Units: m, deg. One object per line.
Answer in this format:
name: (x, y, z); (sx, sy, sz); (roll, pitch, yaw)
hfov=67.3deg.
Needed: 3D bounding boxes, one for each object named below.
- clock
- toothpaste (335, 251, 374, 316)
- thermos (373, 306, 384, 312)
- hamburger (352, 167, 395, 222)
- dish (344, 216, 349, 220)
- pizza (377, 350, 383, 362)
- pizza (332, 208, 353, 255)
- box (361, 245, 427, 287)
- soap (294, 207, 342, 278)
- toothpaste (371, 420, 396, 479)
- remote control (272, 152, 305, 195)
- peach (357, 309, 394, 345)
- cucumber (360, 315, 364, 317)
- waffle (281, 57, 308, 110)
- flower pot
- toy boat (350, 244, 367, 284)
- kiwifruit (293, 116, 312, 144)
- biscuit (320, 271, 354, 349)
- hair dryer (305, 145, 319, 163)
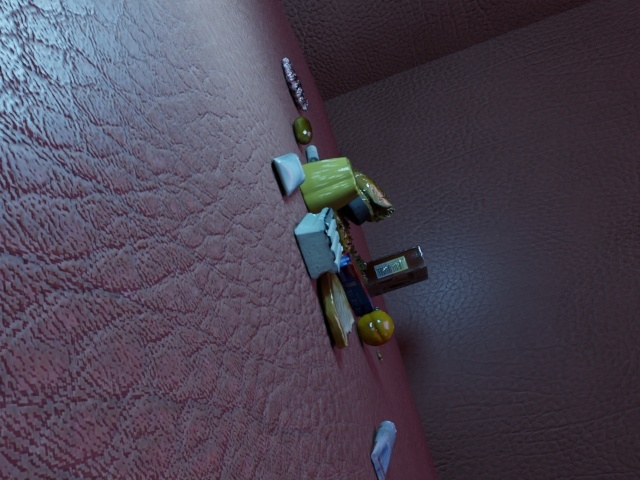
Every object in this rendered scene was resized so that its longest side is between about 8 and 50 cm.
clock: (0.082, -0.188, 1.926); (0.312, 0.061, 0.312); (49, -4, 4)
toothpaste: (0.123, 0.171, 1.798); (0.066, 0.076, 0.320); (-99, 168, -45)
thermos: (0.288, 0.407, 2.390); (0.187, 0.083, 0.073); (-99, -171, -53)
hamburger: (0.189, -0.194, 2.061); (0.286, 0.146, 0.243); (49, 2, 23)
dish: (0.072, -0.119, 2.123); (0.141, 0.078, 0.141); (28, 29, -17)
pizza: (0.273, 0.529, 2.190); (0.037, 0.016, 0.083); (-85, 158, -53)
pizza: (0.081, -0.041, 1.942); (0.161, 0.086, 0.305); (-99, 169, -50)
box: (0.396, 0.177, 2.591); (0.385, 0.345, 0.122); (46, 25, -70)
soap: (0.000, 0.000, 1.359); (0.261, 0.094, 0.150); (-70, 146, -78)
toothpaste: (0.181, 0.599, 1.386); (0.234, 0.057, 0.089); (-24, 94, -75)
remote control: (-0.080, -0.197, 1.371); (0.293, 0.051, 0.103); (-74, 144, -76)
peach: (0.207, 0.329, 1.792); (0.138, 0.138, 0.138); (-18, 90, -81)
cucumber: (0.183, 0.287, 2.044); (0.070, 0.046, 0.220); (45, 27, -67)
waffle: (-0.114, -0.700, 2.186); (0.221, 0.055, 0.234); (50, 18, -63)
flower pot: (0.032, -0.189, 1.628); (0.195, 0.179, 0.195); (-20, 90, -80)
toy boat: (0.183, 0.117, 2.294); (0.064, 0.072, 0.206); (-92, 162, -67)
kiwifruit: (-0.067, -0.420, 1.842); (0.075, 0.075, 0.124); (60, 18, -53)
biscuit: (0.044, 0.188, 1.389); (0.309, 0.040, 0.204); (-22, 95, -82)
hair dryer: (-0.023, -0.321, 2.010); (0.137, 0.047, 0.082); (71, 6, -46)
